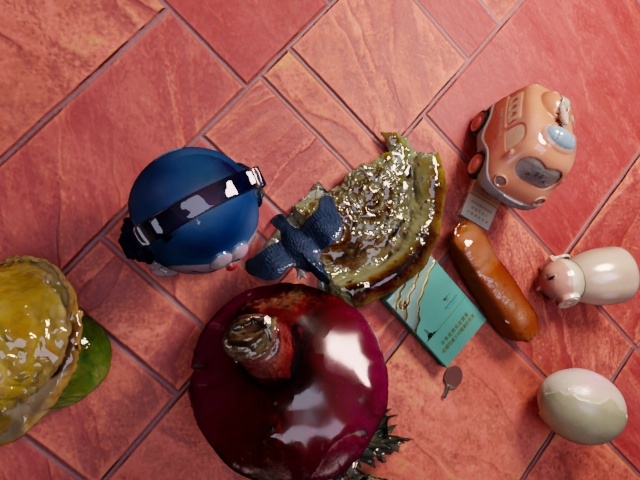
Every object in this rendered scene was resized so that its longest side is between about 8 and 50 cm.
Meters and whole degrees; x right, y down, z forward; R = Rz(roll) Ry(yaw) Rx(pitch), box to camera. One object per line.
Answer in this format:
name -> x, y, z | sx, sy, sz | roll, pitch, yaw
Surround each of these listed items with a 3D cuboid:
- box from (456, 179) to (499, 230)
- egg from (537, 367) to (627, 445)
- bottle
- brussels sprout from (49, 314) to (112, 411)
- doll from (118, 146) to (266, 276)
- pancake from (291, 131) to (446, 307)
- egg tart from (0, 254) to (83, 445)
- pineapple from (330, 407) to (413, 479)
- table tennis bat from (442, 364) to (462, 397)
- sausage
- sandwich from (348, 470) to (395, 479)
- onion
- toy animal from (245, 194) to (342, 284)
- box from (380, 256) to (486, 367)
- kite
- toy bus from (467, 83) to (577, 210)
box -> 0.412, -0.118, 1.479 | 0.090, 0.024, 0.167 | 28, 79, -16
egg -> 0.632, 0.404, 1.451 | 0.217, 0.183, 0.183 | 23, 81, -27
bottle -> 0.665, 0.098, 1.501 | 0.236, 0.147, 0.148 | -6, 90, -12
brussels sprout -> -0.477, 0.227, 1.098 | 0.161, 0.143, 0.181 | 2, 111, -51
doll -> -0.237, -0.045, 1.103 | 0.284, 0.310, 0.240 | -30, 96, -18
pancake -> 0.143, -0.055, 1.345 | 0.426, 0.067, 0.305 | -40, 96, -14
egg tart -> -0.563, 0.172, 0.989 | 0.345, 0.132, 0.345 | -8, 67, 19
pineapple -> 0.032, 0.458, 1.275 | 0.364, 0.165, 0.166 | -24, 96, -26
table tennis bat -> 0.318, 0.345, 1.438 | 0.050, 0.007, 0.083 | 33, 76, -16
sausage -> 0.415, 0.104, 1.438 | 0.097, 0.094, 0.348 | -40, 99, -30
sandwich -> 0.136, 0.674, 1.301 | 0.262, 0.131, 0.325 | -9, 93, -18
onion -> -0.067, 0.223, 1.084 | 0.398, 0.420, 0.398 | -3, 51, 4
toy animal -> -0.039, 0.010, 1.205 | 0.239, 0.176, 0.255 | -37, 61, -9
box -> 0.272, 0.166, 1.411 | 0.229, 0.041, 0.162 | 47, 74, -12
kite -> 0.000, 0.000, 1.339 | 0.322, 0.013, 0.268 | -4, 88, -17
toy bus -> 0.491, -0.228, 1.386 | 0.194, 0.232, 0.288 | 25, 55, -19
